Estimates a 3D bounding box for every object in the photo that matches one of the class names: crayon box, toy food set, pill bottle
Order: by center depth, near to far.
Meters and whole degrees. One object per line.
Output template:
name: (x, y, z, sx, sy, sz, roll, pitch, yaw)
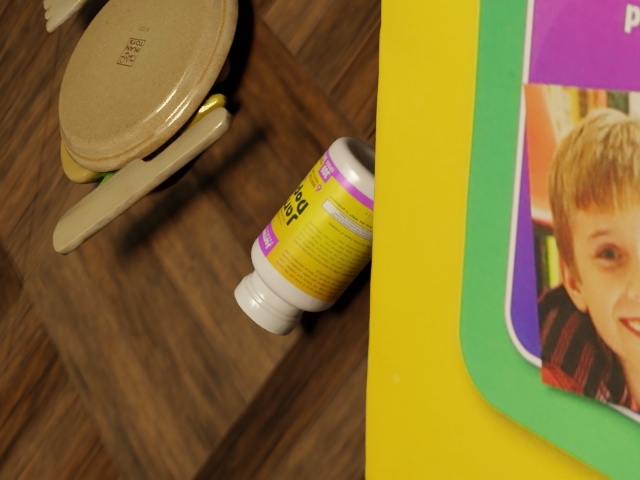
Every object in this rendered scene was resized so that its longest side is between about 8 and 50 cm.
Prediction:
crayon box: (0.161, -0.030, 0.294, 0.363, 0.106, 0.313, 28, 124, 46)
pill bottle: (0.000, 0.000, 0.722, 0.083, 0.043, 0.043, -51, 42, 18)
toy food set: (-0.086, -0.084, 0.874, 0.132, 0.038, 0.192, -34, 44, 24)
